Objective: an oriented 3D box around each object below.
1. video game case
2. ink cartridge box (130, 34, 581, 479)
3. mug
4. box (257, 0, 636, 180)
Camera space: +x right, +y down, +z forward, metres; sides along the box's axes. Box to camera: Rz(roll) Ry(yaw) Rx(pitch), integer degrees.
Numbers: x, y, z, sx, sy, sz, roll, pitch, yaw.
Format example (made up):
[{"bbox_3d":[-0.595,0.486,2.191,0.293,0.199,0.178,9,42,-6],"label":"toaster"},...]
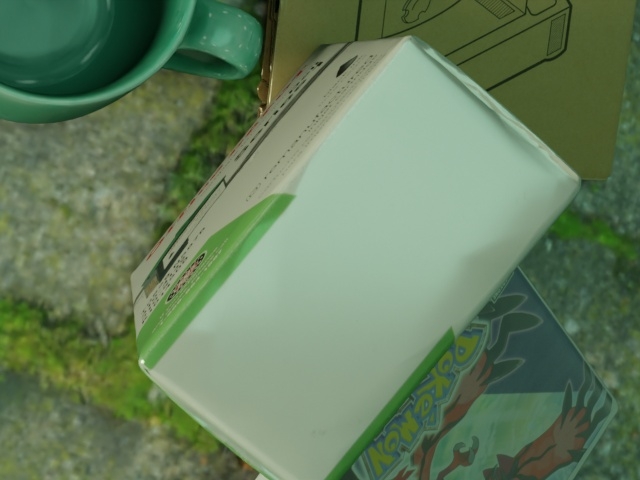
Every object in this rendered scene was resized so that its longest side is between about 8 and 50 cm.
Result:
[{"bbox_3d":[0.056,0.113,0.725,0.201,0.023,0.183,-54,132,-15],"label":"video game case"},{"bbox_3d":[0.000,0.000,0.636,0.092,0.219,0.160,40,89,-11],"label":"ink cartridge box"},{"bbox_3d":[-0.121,-0.108,0.677,0.129,0.097,0.158,-41,101,-18],"label":"mug"},{"bbox_3d":[0.070,-0.116,0.763,0.201,0.021,0.164,2,104,-20],"label":"box"}]
